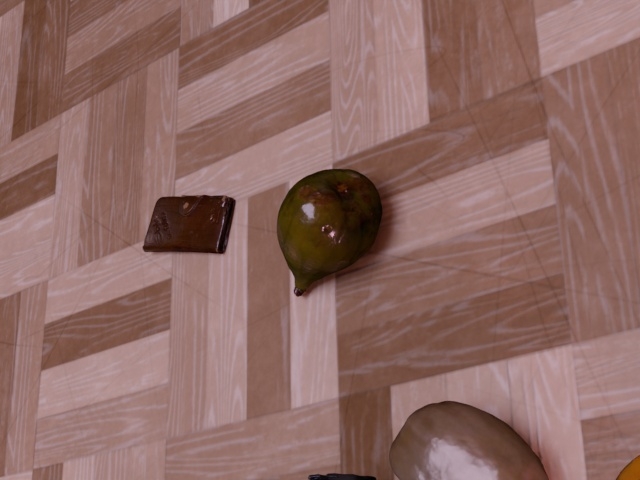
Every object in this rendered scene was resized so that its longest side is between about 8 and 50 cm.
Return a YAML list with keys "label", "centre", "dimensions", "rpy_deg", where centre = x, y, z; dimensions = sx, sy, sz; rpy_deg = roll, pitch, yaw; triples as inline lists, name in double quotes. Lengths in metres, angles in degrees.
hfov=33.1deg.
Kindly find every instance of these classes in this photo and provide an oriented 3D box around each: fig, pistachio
- label: "fig"
  centre: [0.015, 0.002, 1.394]
  dimensions: [0.126, 0.133, 0.185]
  rpy_deg: [13, 122, 30]
- label: "pistachio"
  centre: [0.160, 0.237, 1.146]
  dimensions: [0.185, 0.126, 0.108]
  rpy_deg: [13, 123, 35]

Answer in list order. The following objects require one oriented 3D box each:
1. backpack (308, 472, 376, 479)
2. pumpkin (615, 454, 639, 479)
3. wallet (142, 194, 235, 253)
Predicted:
- label: "backpack"
  centre: [0.020, 0.461, 1.075]
  dimensions: [0.363, 0.255, 0.446]
  rpy_deg: [16, 89, 29]
- label: "pumpkin"
  centre: [0.363, 0.215, 0.966]
  dimensions: [0.183, 0.107, 0.119]
  rpy_deg: [-34, 60, 20]
- label: "wallet"
  centre: [-0.205, -0.025, 1.658]
  dimensions: [0.176, 0.026, 0.095]
  rpy_deg: [1, 73, 43]
